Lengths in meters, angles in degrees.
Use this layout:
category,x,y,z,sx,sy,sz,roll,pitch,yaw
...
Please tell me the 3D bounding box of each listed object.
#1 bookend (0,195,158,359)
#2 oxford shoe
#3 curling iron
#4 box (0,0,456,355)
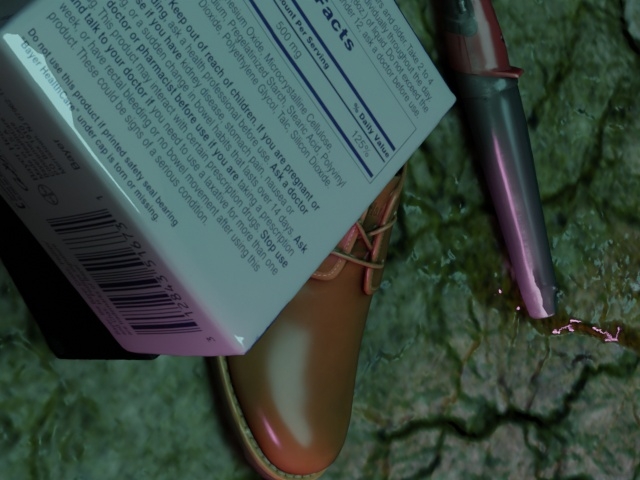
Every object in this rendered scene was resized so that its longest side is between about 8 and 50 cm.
category,x,y,z,sx,sy,sz,roll,pitch,yaw
bookend,-0.065,-0.061,0.530,0.157,0.072,0.156,-39,110,-35
oxford shoe,0.000,0.000,0.577,0.076,0.076,0.212,7,84,-40
curling iron,0.092,-0.094,0.682,0.068,0.035,0.274,-15,95,-38
box,-0.042,-0.052,0.453,0.137,0.072,0.126,-49,116,-31
